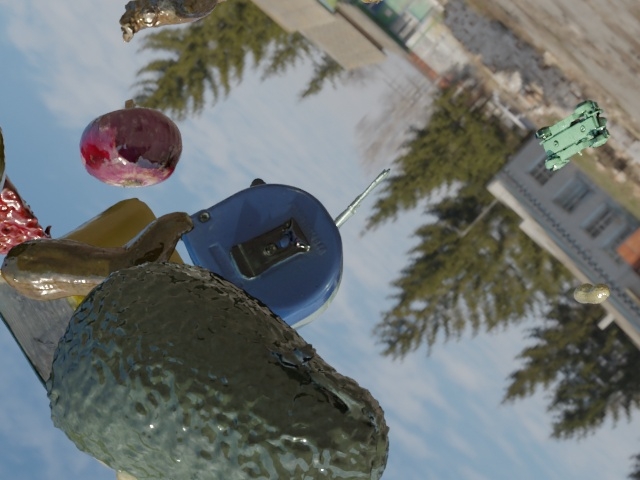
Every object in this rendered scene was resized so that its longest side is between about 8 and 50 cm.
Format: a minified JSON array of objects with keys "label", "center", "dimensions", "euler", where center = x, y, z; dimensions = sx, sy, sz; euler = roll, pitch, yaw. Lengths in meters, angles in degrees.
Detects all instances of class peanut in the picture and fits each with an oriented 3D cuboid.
[{"label":"peanut","center":[0.466,0.092,1.509],"dimensions":[0.037,0.037,0.083],"euler":[38,158,-18]}]

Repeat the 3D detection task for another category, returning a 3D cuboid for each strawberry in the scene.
[{"label":"strawberry","center":[-0.580,-0.058,1.467],"dimensions":[0.234,0.178,0.234],"euler":[48,163,21]}]

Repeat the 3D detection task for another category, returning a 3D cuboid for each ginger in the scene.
[{"label":"ginger","center":[-0.157,-0.364,1.228],"dimensions":[0.084,0.290,0.122],"euler":[60,-154,-25]}]

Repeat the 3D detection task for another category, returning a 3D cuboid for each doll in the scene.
[{"label":"doll","center":[-0.098,0.166,0.854],"dimensions":[0.349,0.248,0.247],"euler":[21,-177,28]}]

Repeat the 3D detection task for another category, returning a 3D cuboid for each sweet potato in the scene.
[{"label":"sweet potato","center":[-0.257,0.024,1.016],"dimensions":[0.062,0.232,0.081],"euler":[-15,-86,-87]}]

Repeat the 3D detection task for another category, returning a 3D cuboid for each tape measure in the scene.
[{"label":"tape measure","center":[-0.044,0.082,1.182],"dimensions":[0.351,0.215,0.098],"euler":[58,170,19]}]

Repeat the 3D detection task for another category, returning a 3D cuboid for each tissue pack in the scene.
[{"label":"tissue pack","center":[-0.312,0.069,1.248],"dimensions":[0.192,0.134,0.271],"euler":[61,-156,-9]}]

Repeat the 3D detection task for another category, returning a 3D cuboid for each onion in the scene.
[{"label":"onion","center":[-0.328,-0.164,1.526],"dimensions":[0.177,0.154,0.177],"euler":[-3,-167,1]}]

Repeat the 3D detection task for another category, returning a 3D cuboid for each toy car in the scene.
[{"label":"toy car","center":[0.400,-0.165,1.388],"dimensions":[0.054,0.143,0.073],"euler":[-13,-101,-26]}]

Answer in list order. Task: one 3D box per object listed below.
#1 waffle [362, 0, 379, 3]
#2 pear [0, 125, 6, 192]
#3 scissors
[{"label":"waffle","center":[0.154,-0.596,1.647],"dimensions":[0.151,0.261,0.324],"euler":[60,168,14]},{"label":"pear","center":[-0.493,-0.119,1.066],"dimensions":[0.228,0.188,0.211],"euler":[37,168,1]},{"label":"scissors","center":[0.000,0.000,1.666],"dimensions":[0.029,0.383,0.256],"euler":[46,-162,4]}]
